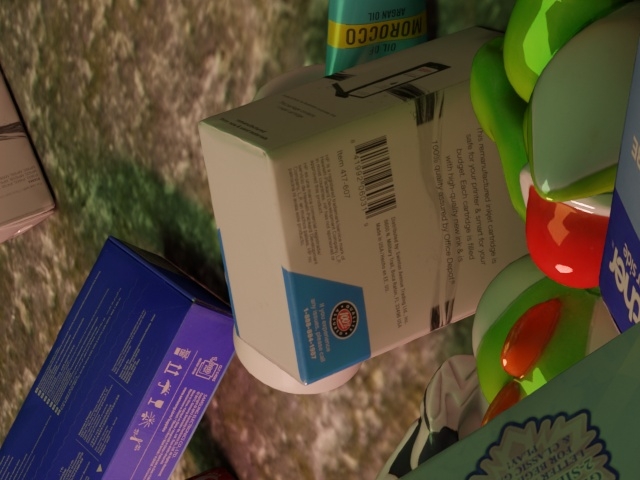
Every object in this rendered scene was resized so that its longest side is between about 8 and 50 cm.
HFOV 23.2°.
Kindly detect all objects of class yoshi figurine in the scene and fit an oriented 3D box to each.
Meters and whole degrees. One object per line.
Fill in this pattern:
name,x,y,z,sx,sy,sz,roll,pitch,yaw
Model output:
yoshi figurine,0.169,-0.022,0.775,0.204,0.203,0.362,-106,20,-57

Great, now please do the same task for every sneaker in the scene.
sneaker,0.077,0.207,1.069,0.153,0.094,0.235,100,180,-64

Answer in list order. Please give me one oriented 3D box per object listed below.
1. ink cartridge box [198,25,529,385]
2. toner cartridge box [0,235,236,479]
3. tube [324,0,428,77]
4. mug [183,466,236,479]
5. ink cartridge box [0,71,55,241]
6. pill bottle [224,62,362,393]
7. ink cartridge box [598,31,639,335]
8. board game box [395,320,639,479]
ink cartridge box,0.045,-0.026,0.925,0.086,0.203,0.148,27,132,53
toner cartridge box,-0.210,0.186,1.438,0.165,0.075,0.348,33,96,49
tube,0.035,-0.178,0.974,0.052,0.080,0.207,-124,28,-58
mug,-0.145,0.311,1.529,0.150,0.169,0.113,46,145,33
ink cartridge box,-0.395,-0.105,1.749,0.158,0.092,0.218,-23,91,62
pill bottle,0.000,0.000,1.096,0.131,0.131,0.229,50,147,30
ink cartridge box,0.243,-0.060,0.461,0.151,0.269,0.396,-109,17,-53
board game box,0.240,0.081,0.429,0.318,0.318,0.066,41,-160,-33
